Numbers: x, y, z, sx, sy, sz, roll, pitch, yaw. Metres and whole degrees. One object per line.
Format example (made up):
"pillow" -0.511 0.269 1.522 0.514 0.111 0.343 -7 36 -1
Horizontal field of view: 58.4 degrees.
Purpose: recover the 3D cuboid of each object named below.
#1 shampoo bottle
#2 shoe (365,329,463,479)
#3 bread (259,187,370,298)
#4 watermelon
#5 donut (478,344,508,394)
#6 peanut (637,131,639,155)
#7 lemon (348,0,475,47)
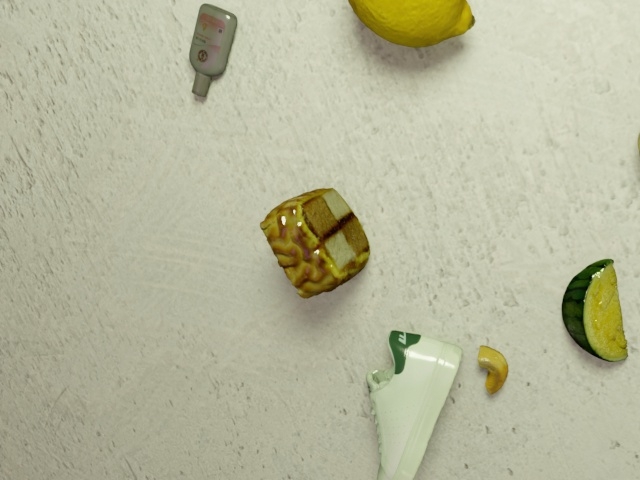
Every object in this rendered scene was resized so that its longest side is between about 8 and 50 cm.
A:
"shampoo bottle" -0.212 -0.357 1.089 0.079 0.040 0.165 26 114 11
"shoe" 0.145 0.341 1.131 0.160 0.132 0.363 22 110 13
"bread" 0.000 0.000 1.022 0.096 0.222 0.182 -28 91 26
"watermelon" 0.458 0.127 0.982 0.091 0.075 0.182 -22 103 -18
"donut" 0.318 0.248 1.077 0.067 0.038 0.083 21 112 11
"peanut" 0.547 -0.217 0.777 0.130 0.130 0.290 28 114 11
"lemon" 0.128 -0.392 0.855 0.244 0.187 0.187 43 118 -8
